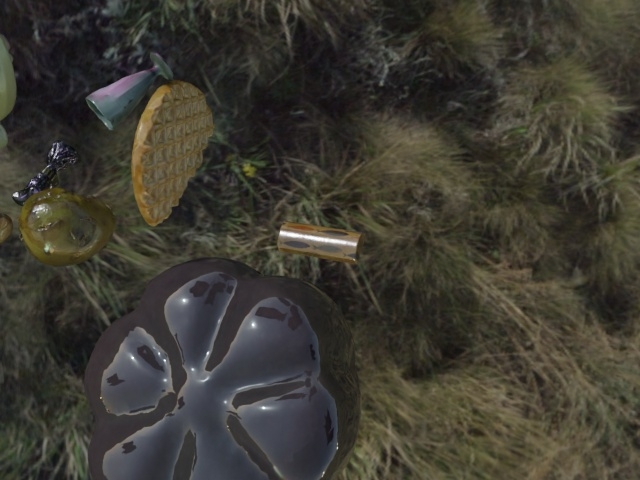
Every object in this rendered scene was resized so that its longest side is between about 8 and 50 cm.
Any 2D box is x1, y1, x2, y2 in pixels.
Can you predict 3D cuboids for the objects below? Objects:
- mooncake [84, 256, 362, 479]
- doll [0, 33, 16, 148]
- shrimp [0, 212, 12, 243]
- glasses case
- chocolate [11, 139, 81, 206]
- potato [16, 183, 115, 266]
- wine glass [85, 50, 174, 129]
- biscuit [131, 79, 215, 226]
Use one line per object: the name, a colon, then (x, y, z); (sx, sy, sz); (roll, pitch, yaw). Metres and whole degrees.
mooncake: (-0.082, 0.131, 0.526); (0.245, 0.133, 0.245); (-4, 75, 15)
doll: (-0.316, -0.214, 0.483); (0.117, 0.141, 0.296); (-56, 140, -47)
shrimp: (-0.623, -0.001, 1.073); (0.162, 0.095, 0.045); (-29, 77, -32)
glasses case: (0.000, 0.000, 1.228); (0.041, 0.170, 0.065); (64, 40, -57)
chocolate: (-0.537, -0.124, 1.203); (0.070, 0.072, 0.147); (35, 74, -25)
potato: (-0.411, -0.020, 0.999); (0.137, 0.176, 0.137); (0, 88, 13)
wine glass: (-0.349, -0.278, 1.121); (0.155, 0.073, 0.073); (-47, 111, -17)
biscuit: (-0.285, -0.195, 1.191); (0.204, 0.040, 0.309); (80, 23, -50)
